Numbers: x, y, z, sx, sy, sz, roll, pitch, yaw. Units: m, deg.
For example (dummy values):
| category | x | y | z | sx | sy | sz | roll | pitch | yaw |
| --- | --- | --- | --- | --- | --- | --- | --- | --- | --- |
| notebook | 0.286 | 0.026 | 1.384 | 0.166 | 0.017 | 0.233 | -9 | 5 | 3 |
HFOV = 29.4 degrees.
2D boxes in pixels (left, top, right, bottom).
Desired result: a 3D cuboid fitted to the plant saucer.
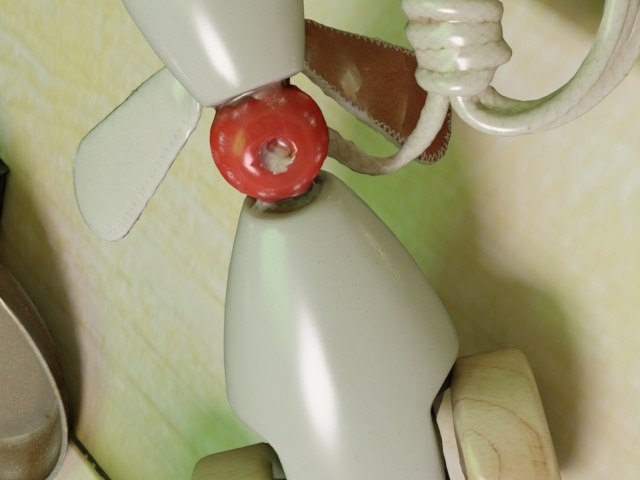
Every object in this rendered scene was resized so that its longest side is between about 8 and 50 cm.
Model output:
| category | x | y | z | sx | sy | sz | roll | pitch | yaw |
| --- | --- | --- | --- | --- | --- | --- | --- | --- | --- |
| plant saucer | -0.307 | 0.065 | 0.892 | 0.311 | 0.050 | 0.310 | 16 | 132 | 18 |

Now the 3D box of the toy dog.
| category | x | y | z | sx | sy | sz | roll | pitch | yaw |
| --- | --- | --- | --- | --- | --- | --- | --- | --- | --- |
| toy dog | 0.000 | 0.000 | 0.527 | 0.161 | 0.220 | 0.333 | -104 | 17 | -73 |

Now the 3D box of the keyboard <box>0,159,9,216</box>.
| category | x | y | z | sx | sy | sz | roll | pitch | yaw |
| --- | --- | --- | --- | --- | --- | --- | --- | --- | --- |
| keyboard | -0.293 | -0.081 | 0.935 | 0.180 | 0.023 | 0.108 | 42 | 130 | 32 |
